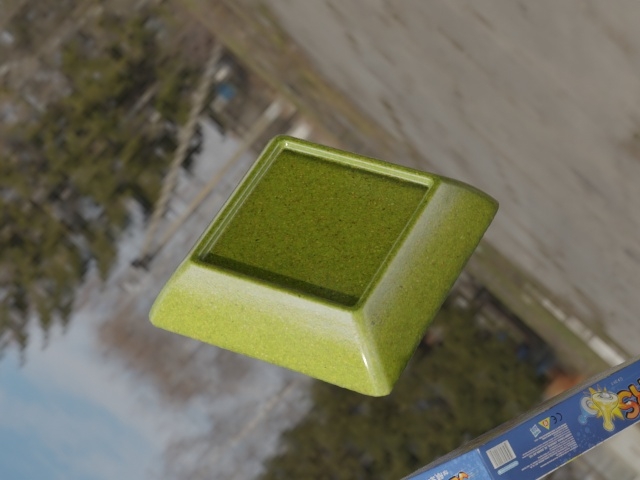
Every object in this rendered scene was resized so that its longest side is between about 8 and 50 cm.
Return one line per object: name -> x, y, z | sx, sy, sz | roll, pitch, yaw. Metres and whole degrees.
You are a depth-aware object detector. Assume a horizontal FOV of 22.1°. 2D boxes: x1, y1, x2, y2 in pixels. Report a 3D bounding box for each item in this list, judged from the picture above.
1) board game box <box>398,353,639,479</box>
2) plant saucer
board game box -> 0.145, 0.121, 1.033 | 0.035, 0.201, 0.136 | 63, 149, 7
plant saucer -> 0.000, 0.000, 1.122 | 0.188, 0.188, 0.045 | 16, 143, 25
